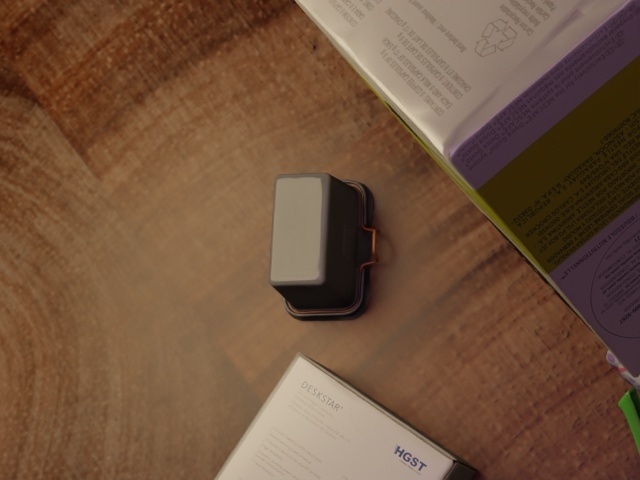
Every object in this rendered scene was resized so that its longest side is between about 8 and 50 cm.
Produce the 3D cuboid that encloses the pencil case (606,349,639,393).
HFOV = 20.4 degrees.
[{"bbox_3d":[0.368,0.143,1.472,0.124,0.113,0.273,-42,67,-11],"label":"pencil case"}]

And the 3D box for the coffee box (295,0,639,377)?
[{"bbox_3d":[0.228,-0.165,1.427,0.338,0.334,0.337,-41,42,4],"label":"coffee box"}]

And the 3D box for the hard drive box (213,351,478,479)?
[{"bbox_3d":[-0.002,0.248,1.580,0.181,0.089,0.232,34,89,22],"label":"hard drive box"}]

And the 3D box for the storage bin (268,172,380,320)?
[{"bbox_3d":[0.000,0.000,1.642,0.098,0.091,0.135,-1,77,18],"label":"storage bin"}]

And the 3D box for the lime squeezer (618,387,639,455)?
[{"bbox_3d":[0.342,0.266,1.470,0.310,0.059,0.110,46,112,20],"label":"lime squeezer"}]
